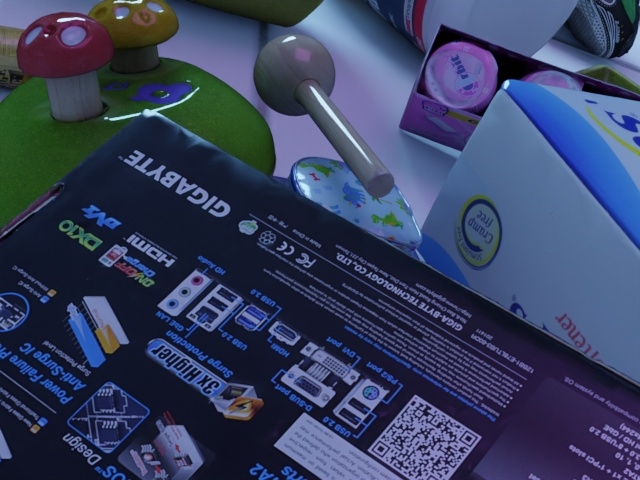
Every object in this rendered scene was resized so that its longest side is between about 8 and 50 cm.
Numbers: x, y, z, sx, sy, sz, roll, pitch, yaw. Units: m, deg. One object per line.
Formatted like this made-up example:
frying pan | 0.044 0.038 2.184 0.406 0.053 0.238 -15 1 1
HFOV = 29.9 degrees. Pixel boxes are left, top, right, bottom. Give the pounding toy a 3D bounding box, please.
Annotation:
pounding toy | -0.093 -0.090 0.684 0.237 0.110 0.183 -10 29 -11

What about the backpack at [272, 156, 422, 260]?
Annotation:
backpack | 0.000 0.000 0.725 0.114 0.084 0.105 9 32 -19

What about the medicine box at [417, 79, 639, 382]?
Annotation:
medicine box | 0.255 0.041 0.783 0.289 0.149 0.263 4 37 -32

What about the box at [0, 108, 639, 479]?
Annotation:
box | -0.045 0.121 0.378 0.295 0.073 0.293 30 60 24

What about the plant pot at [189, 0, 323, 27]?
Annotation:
plant pot | -0.107 -0.313 0.980 0.293 0.275 0.275 32 28 -22

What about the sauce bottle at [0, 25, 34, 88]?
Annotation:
sauce bottle | -0.224 -0.123 0.789 0.128 0.042 0.042 4 38 -29

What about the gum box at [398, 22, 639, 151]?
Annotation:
gum box | 0.164 -0.095 0.939 0.188 0.062 0.107 20 -9 0

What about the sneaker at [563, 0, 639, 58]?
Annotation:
sneaker | 0.208 -0.313 1.331 0.146 0.134 0.343 -41 74 -18

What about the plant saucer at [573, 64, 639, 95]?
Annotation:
plant saucer | 0.282 -0.080 1.081 0.188 0.045 0.188 40 34 22

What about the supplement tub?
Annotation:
supplement tub | 0.105 -0.297 1.136 0.191 0.191 0.272 -9 45 -43
